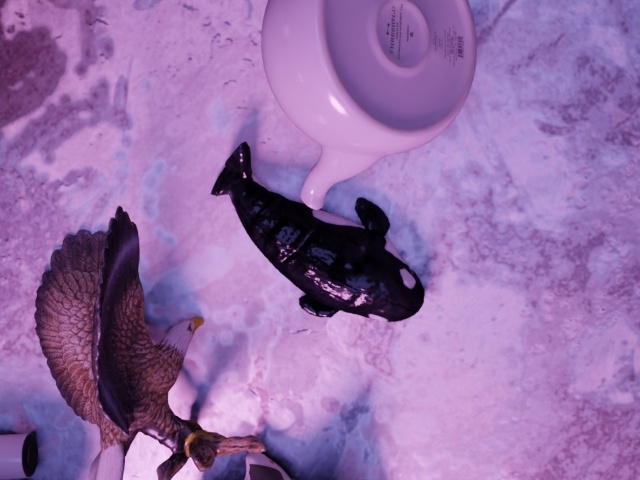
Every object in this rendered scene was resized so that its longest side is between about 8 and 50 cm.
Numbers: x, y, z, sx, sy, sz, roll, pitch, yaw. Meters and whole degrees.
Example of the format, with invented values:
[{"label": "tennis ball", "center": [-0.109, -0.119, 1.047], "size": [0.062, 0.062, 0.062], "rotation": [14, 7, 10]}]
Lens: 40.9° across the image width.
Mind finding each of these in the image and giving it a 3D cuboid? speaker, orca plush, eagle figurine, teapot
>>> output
[{"label": "speaker", "center": [-0.422, 0.269, 1.059], "size": [0.136, 0.055, 0.055], "rotation": [-5, 96, 3]}, {"label": "orca plush", "center": [0.000, 0.000, 0.986], "size": [0.151, 0.102, 0.287], "rotation": [-40, 93, 6]}, {"label": "eagle figurine", "center": [-0.219, 0.132, 0.975], "size": [0.226, 0.225, 0.298], "rotation": [-30, 105, 16]}, {"label": "teapot", "center": [0.029, -0.208, 0.926], "size": [0.256, 0.187, 0.252], "rotation": [-49, 115, -25]}]

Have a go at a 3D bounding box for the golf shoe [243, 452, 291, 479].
[{"label": "golf shoe", "center": [-0.142, 0.370, 1.040], "size": [0.273, 0.105, 0.120], "rotation": [-35, 87, -5]}]
